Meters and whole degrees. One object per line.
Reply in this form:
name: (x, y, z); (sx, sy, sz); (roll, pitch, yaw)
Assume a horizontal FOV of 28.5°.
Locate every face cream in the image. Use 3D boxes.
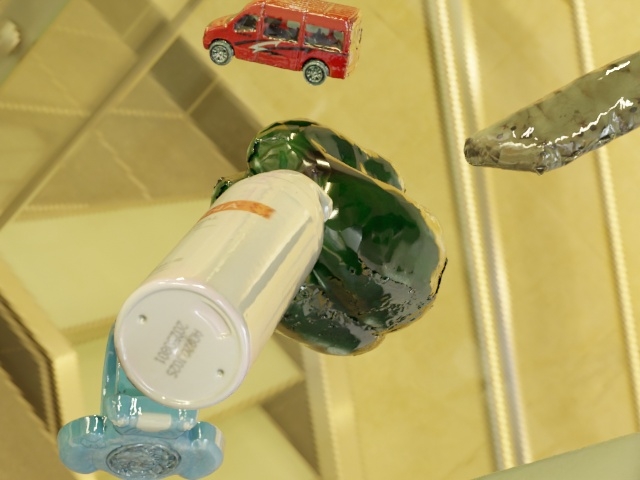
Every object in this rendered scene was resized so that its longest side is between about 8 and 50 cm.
face cream: (-0.061, 0.018, 0.993); (0.102, 0.102, 0.345); (43, 19, -5)

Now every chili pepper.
chili pepper: (0.000, 0.000, 1.420); (0.248, 0.233, 0.256); (43, 9, 36)

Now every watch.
watch: (-0.222, 0.192, 1.591); (0.211, 0.211, 0.193); (29, 38, -37)

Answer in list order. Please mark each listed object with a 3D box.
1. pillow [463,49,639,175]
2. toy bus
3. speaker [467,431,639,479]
pillow: (0.258, -0.118, 1.232); (0.093, 0.241, 0.051); (-115, 180, -47)
toy bus: (-0.048, -0.255, 1.555); (0.195, 0.089, 0.081); (13, 27, 11)
speaker: (0.155, 0.315, 1.030); (0.183, 0.406, 0.184); (51, 41, -14)
